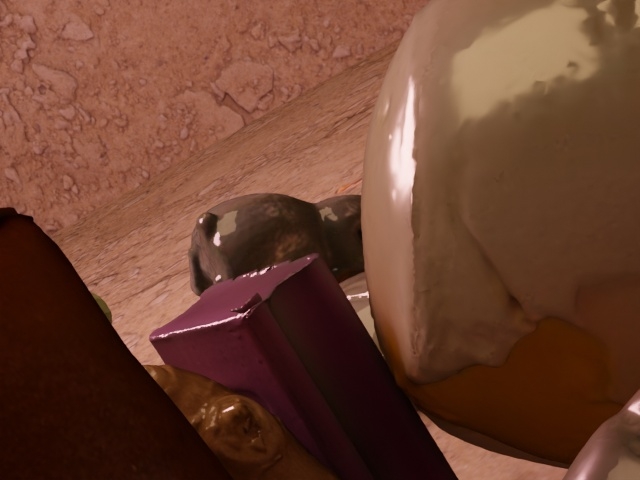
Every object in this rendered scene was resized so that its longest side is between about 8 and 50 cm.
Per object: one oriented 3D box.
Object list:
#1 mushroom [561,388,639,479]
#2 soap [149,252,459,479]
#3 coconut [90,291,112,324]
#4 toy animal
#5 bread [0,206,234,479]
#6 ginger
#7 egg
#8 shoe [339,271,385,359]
[{"bbox_3d":[0.157,0.100,0.430,0.244,0.243,0.243,-31,12,8],"label":"mushroom"},{"bbox_3d":[0.001,0.112,0.865,0.065,0.203,0.122,-37,11,-32],"label":"soap"},{"bbox_3d":[-0.303,0.131,1.529,0.236,0.236,0.204,-33,-22,-1],"label":"coconut"},{"bbox_3d":[0.001,0.000,1.524,0.251,0.125,0.127,-20,-19,-19],"label":"toy animal"},{"bbox_3d":[-0.141,0.191,0.615,0.143,0.333,0.323,-29,14,36],"label":"bread"},{"bbox_3d":[-0.030,0.137,0.793,0.334,0.147,0.081,22,45,23],"label":"ginger"},{"bbox_3d":[0.184,-0.032,0.806,0.345,0.283,0.283,-17,14,7],"label":"egg"},{"bbox_3d":[-0.008,0.090,1.221,0.275,0.103,0.098,-17,31,54],"label":"shoe"}]
